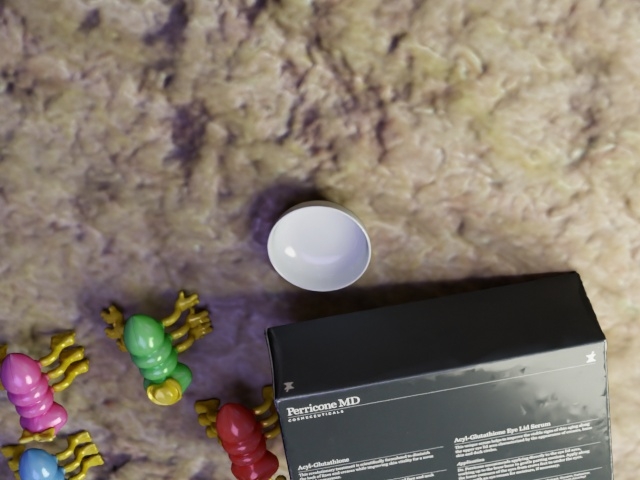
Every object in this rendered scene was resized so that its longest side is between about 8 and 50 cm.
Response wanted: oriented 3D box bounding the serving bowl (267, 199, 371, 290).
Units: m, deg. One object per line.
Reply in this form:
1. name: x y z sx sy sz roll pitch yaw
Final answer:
1. serving bowl: 0.000 0.000 1.449 0.083 0.027 0.083 3 125 4

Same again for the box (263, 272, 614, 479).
1. box: 0.098 0.146 1.471 0.261 0.103 0.184 -10 127 -1

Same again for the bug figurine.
1. bug figurine: -0.170 0.158 1.552 0.279 0.072 0.216 -15 122 17
